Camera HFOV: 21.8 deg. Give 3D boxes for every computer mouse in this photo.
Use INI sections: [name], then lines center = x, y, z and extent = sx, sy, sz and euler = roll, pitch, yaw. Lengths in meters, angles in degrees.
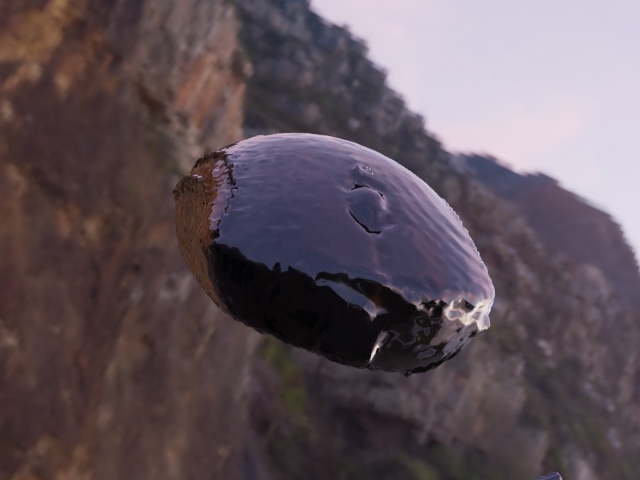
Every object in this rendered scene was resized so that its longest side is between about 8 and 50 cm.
[computer mouse]
center = 0.001, -0.005, 1.061
extent = 0.183, 0.116, 0.323
euler = 12, 8, -14

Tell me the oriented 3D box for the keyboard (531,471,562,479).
[keyboard]
center = 0.204, 0.352, 1.401
extent = 0.018, 0.101, 0.310
euler = -142, -146, -81
